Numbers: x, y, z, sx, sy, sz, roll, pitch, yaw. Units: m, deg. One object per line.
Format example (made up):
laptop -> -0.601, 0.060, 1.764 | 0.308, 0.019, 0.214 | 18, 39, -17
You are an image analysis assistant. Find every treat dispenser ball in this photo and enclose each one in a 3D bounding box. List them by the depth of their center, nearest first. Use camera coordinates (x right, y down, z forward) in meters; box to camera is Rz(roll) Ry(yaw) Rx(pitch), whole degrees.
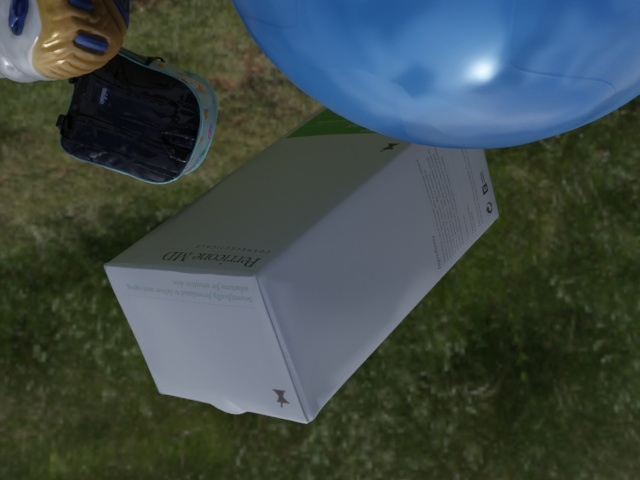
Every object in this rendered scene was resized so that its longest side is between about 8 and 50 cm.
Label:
treat dispenser ball -> 0.080, -0.191, 0.505 | 0.288, 0.288, 0.288 | -1, 158, -1

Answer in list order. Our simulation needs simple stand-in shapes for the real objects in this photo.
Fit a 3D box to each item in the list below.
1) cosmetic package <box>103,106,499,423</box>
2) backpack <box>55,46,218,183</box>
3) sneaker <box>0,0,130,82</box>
cosmetic package -> 0.000, 0.000, 0.956 | 0.197, 0.365, 0.155 | 2, 120, 38
backpack -> -0.233, -0.166, 1.318 | 0.189, 0.165, 0.144 | 22, -167, 13
sneaker -> -0.168, -0.224, 0.478 | 0.131, 0.296, 0.112 | -2, 170, 13
